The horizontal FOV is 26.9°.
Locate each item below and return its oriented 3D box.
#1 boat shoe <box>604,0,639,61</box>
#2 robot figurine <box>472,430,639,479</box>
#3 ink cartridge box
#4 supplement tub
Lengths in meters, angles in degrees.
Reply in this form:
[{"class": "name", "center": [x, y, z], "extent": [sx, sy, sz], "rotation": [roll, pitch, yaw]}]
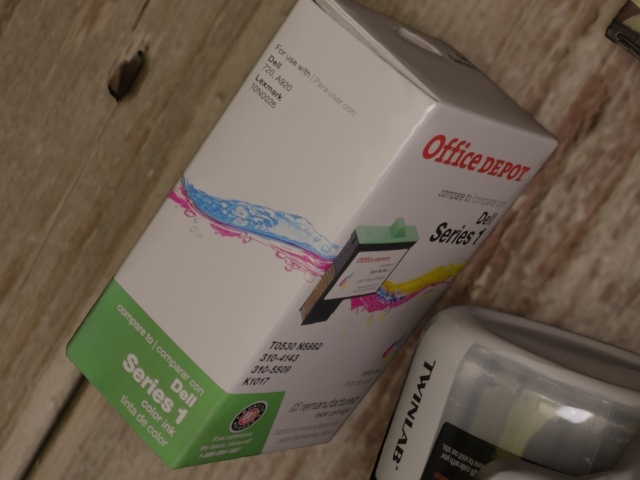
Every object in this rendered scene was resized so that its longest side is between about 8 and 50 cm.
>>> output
[{"class": "boat shoe", "center": [0.234, -0.094, 0.817], "extent": [0.049, 0.056, 0.152], "rotation": [-49, 56, 24]}, {"class": "robot figurine", "center": [0.222, 0.201, 0.577], "extent": [0.353, 0.200, 0.300], "rotation": [19, 90, 8]}, {"class": "ink cartridge box", "center": [0.000, 0.000, 0.859], "extent": [0.117, 0.201, 0.278], "rotation": [43, 108, 24]}, {"class": "supplement tub", "center": [0.106, 0.213, 0.791], "extent": [0.193, 0.193, 0.316], "rotation": [22, 98, 30]}]
